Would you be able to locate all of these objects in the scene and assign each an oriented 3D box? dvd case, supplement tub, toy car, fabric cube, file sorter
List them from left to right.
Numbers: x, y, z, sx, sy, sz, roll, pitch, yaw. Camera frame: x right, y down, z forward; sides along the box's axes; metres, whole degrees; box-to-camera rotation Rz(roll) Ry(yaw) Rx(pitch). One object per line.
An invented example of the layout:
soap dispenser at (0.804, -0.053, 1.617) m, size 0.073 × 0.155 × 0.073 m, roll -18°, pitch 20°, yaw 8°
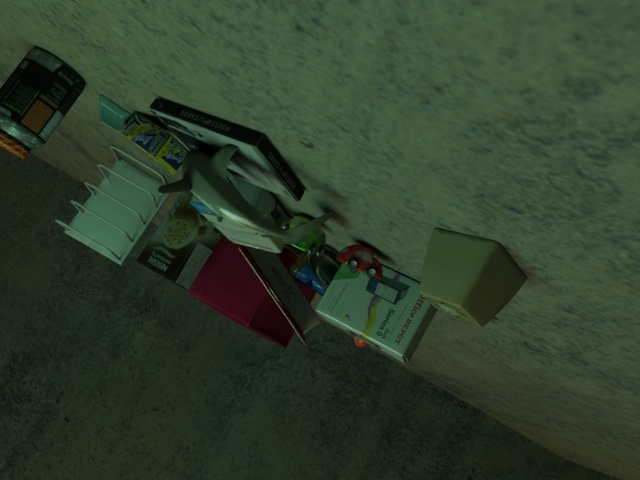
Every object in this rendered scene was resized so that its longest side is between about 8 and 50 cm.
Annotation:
supplement tub at (-0.555, -0.260, 1.088) m, size 0.117 × 0.190 × 0.117 m, roll 30°, pitch 168°, yaw 7°
file sorter at (-0.594, -0.106, 1.642) m, size 0.193 × 0.277 × 0.173 m, roll 31°, pitch 164°, yaw -2°
dvd case at (-0.156, -0.152, 0.963) m, size 0.239 × 0.029 × 0.179 m, roll 23°, pitch 166°, yaw 28°
fabric cube at (-0.195, 0.145, 1.769) m, size 0.258 × 0.254 × 0.259 m, roll 21°, pitch 165°, yaw 32°
toy car at (0.000, 0.000, 1.069) m, size 0.239 × 0.053 × 0.225 m, roll 26°, pitch -177°, yaw 20°

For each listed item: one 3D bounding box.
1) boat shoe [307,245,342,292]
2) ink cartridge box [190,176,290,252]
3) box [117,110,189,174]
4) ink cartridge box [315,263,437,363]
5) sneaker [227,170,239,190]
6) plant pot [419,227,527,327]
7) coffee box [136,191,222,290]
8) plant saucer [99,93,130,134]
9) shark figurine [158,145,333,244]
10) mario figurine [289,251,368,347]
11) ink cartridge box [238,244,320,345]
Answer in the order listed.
boat shoe at (0.051, 0.111, 1.309) m, size 0.233 × 0.084 × 0.079 m, roll 54°, pitch -163°, yaw -11°
ink cartridge box at (-0.159, -0.056, 1.182) m, size 0.140 × 0.082 × 0.190 m, roll 13°, pitch 162°, yaw 22°
box at (-0.318, -0.188, 1.079) m, size 0.169 × 0.054 × 0.059 m, roll 35°, pitch 173°, yaw 41°
ink cartridge box at (0.122, 0.139, 1.197) m, size 0.213 × 0.154 × 0.093 m, roll 27°, pitch 167°, yaw 22°
sneaker at (-0.191, -0.106, 1.052) m, size 0.134 × 0.051 × 0.070 m, roll 28°, pitch 172°, yaw 29°
plant pot at (0.205, 0.058, 0.798) m, size 0.109 × 0.096 × 0.109 m, roll 16°, pitch 162°, yaw 48°
coffee box at (-0.386, -0.002, 1.620) m, size 0.141 × 0.246 × 0.098 m, roll 25°, pitch 167°, yaw 23°
plant saucer at (-0.452, -0.269, 1.232) m, size 0.067 × 0.018 × 0.192 m, roll 34°, pitch 169°, yaw -17°
shark figurine at (-0.130, -0.085, 0.894) m, size 0.278 × 0.116 × 0.166 m, roll 35°, pitch -157°, yaw 15°
mario figurine at (0.086, 0.135, 1.463) m, size 0.321 × 0.170 × 0.198 m, roll 39°, pitch -154°, yaw 11°
ink cartridge box at (-0.104, 0.110, 1.469) m, size 0.296 × 0.066 × 0.261 m, roll 57°, pitch 176°, yaw -8°
